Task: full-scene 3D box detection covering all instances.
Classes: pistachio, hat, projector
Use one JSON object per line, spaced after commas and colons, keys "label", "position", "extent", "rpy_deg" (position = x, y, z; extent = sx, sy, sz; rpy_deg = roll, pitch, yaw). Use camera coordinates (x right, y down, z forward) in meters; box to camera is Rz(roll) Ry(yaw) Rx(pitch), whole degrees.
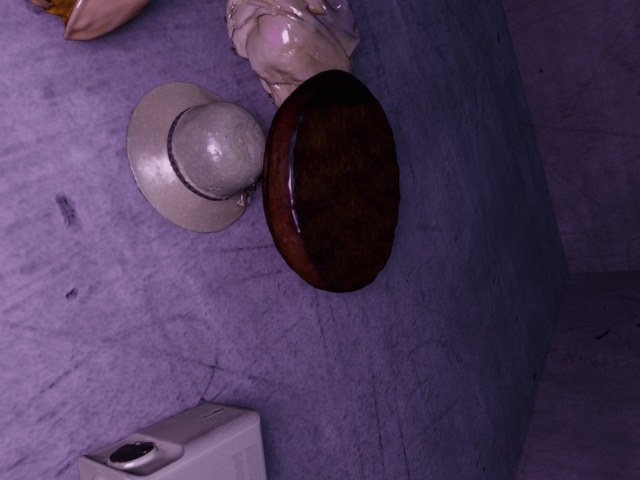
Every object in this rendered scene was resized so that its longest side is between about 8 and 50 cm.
{"label": "pistachio", "position": [-0.293, -0.367, 0.578], "extent": [0.157, 0.157, 0.230], "rpy_deg": [43, 66, -36]}
{"label": "hat", "position": [-0.162, -0.145, 0.709], "extent": [0.257, 0.130, 0.257], "rpy_deg": [9, 79, -49]}
{"label": "projector", "position": [-0.192, 0.341, 0.577], "extent": [0.242, 0.163, 0.178], "rpy_deg": [-8, 89, -52]}

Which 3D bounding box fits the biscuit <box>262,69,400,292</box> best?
{"label": "biscuit", "position": [0.035, -0.104, 0.832], "extent": [0.407, 0.091, 0.408], "rpy_deg": [1, 88, -55]}

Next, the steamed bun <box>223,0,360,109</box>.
{"label": "steamed bun", "position": [-0.020, -0.414, 0.857], "extent": [0.280, 0.207, 0.268], "rpy_deg": [-46, 118, -44]}
